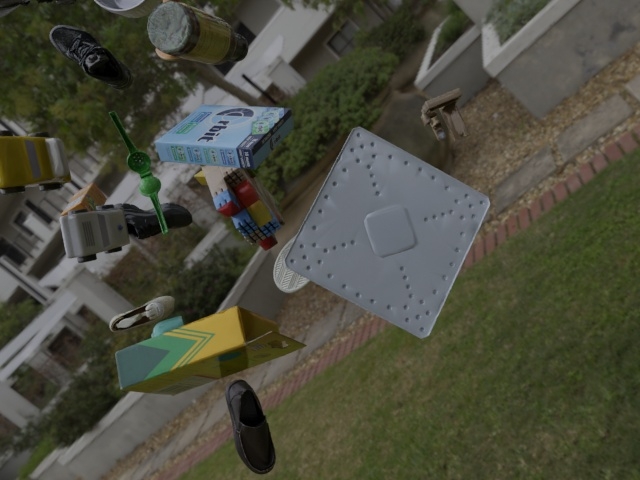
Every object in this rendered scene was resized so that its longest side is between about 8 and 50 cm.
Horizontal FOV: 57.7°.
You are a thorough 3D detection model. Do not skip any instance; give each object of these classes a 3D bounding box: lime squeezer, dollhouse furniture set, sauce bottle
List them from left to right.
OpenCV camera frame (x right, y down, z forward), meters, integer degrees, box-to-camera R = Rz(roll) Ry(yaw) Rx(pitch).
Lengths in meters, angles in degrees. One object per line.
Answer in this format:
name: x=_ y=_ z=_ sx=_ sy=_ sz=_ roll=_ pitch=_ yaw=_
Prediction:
lime squeezer: x=-0.426 y=-0.162 z=1.415 sx=0.059 sy=0.310 sz=0.110 roll=-24 pitch=7 yaw=-21
sauce bottle: x=-0.263 y=-0.462 z=1.331 sx=0.111 sy=0.111 sz=0.344 roll=-45 pitch=-2 yaw=18
dollhouse furniture set: x=0.400 y=-0.379 z=1.812 sx=0.144 sy=0.123 sz=0.151 roll=-23 pitch=-5 yaw=-5

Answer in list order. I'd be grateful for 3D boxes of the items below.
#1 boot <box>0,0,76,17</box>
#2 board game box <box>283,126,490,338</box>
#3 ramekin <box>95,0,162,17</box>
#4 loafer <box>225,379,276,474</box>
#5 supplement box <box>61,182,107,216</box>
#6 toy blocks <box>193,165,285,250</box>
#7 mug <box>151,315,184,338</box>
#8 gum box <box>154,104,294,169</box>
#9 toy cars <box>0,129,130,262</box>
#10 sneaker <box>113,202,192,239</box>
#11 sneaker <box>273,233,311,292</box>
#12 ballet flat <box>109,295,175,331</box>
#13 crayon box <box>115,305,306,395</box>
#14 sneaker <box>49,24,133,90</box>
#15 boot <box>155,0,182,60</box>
boot: x=-0.547 y=-0.589 z=1.276 sx=0.445 sy=0.146 sz=0.367 roll=-20 pitch=29 yaw=-17
board game box: x=0.165 y=-0.020 z=1.417 sx=0.390 sy=0.390 sz=0.050 roll=-63 pitch=4 yaw=-10
ramekin: x=-0.516 y=-0.705 z=1.564 sx=0.207 sy=0.207 sz=0.109 roll=-47 pitch=-2 yaw=7
loafer: x=-0.155 y=0.422 z=1.298 sx=0.080 sy=0.220 sz=0.078 roll=-22 pitch=2 yaw=-26
supplement box: x=-0.729 y=-0.103 z=1.798 sx=0.080 sy=0.078 sz=0.233 roll=-31 pitch=24 yaw=3
toy blocks: x=-0.210 y=-0.105 z=1.691 sx=0.191 sy=0.381 sz=0.261 roll=-33 pitch=50 yaw=6
mug: x=-0.447 y=0.300 z=1.735 sx=0.097 sy=0.129 sz=0.158 roll=-16 pitch=-6 yaw=-15
gum box: x=-0.161 y=-0.182 z=0.997 sx=0.184 sy=0.041 sz=0.157 roll=7 pitch=38 yaw=22
toy cars: x=-0.440 y=-0.077 z=1.049 sx=0.087 sy=0.393 sz=0.176 roll=-8 pitch=56 yaw=12
sneaker: x=-0.593 y=-0.056 z=2.027 sx=0.130 sy=0.286 sz=0.109 roll=-105 pitch=16 yaw=-47
sneaker: x=0.000 y=0.000 z=1.655 sx=0.350 sy=0.131 sz=0.148 roll=-54 pitch=-14 yaw=10
ballet flat: x=-0.435 y=0.187 z=1.427 sx=0.168 sy=0.057 sz=0.052 roll=-24 pitch=6 yaw=-9
crayon box: x=-0.209 y=0.217 z=1.151 sx=0.318 sy=0.081 sz=0.202 roll=-21 pitch=-22 yaw=10
sneaker: x=-0.582 y=-0.470 z=1.452 sx=0.087 sy=0.227 sz=0.130 roll=-51 pitch=6 yaw=-1
boot: x=-0.522 y=-0.769 z=2.021 sx=0.295 sy=0.104 sz=0.211 roll=-111 pitch=26 yaw=-49
